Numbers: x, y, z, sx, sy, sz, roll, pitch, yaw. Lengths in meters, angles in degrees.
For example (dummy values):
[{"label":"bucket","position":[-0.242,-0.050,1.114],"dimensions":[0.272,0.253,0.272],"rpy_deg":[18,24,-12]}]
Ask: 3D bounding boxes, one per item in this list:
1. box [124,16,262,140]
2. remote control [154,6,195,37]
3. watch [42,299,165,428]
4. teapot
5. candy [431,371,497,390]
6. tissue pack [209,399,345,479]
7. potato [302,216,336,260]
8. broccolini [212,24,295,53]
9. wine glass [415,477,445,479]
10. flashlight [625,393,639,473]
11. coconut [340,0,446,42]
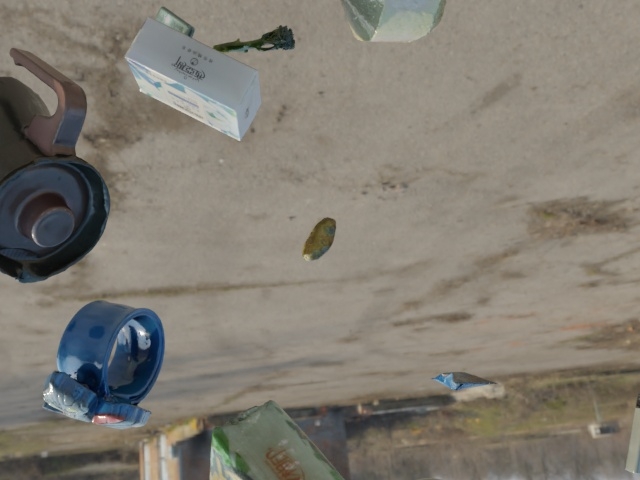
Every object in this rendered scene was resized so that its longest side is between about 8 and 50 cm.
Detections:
[{"label":"box","position":[-0.281,-0.360,1.622],"dimensions":[0.274,0.116,0.203],"rpy_deg":[27,170,1]},{"label":"remote control","position":[-0.353,-0.517,1.725],"dimensions":[0.018,0.124,0.053],"rpy_deg":[-4,127,-60]},{"label":"watch","position":[-0.492,0.263,1.598],"dimensions":[0.241,0.275,0.305],"rpy_deg":[10,161,18]},{"label":"teapot","position":[-0.554,-0.144,1.292],"dimensions":[0.305,0.361,0.376],"rpy_deg":[1,121,-56]},{"label":"candy","position":[0.292,0.289,1.464],"dimensions":[0.088,0.038,0.136],"rpy_deg":[7,172,-13]},{"label":"tissue pack","position":[-0.057,0.410,0.990],"dimensions":[0.128,0.228,0.311],"rpy_deg":[-21,135,-34]},{"label":"potato","position":[0.000,0.000,1.231],"dimensions":[0.045,0.092,0.046],"rpy_deg":[9,149,36]},{"label":"broccolini","position":[-0.164,-0.477,1.707],"dimensions":[0.216,0.058,0.067],"rpy_deg":[2,-162,24]},{"label":"wine glass","position":[0.154,0.396,1.048],"dimensions":[0.092,0.093,0.202],"rpy_deg":[3,161,-30]},{"label":"flashlight","position":[0.349,0.210,0.777],"dimensions":[0.018,0.083,0.018],"rpy_deg":[15,173,-24]},{"label":"coconut","position":[0.160,-0.592,1.704],"dimensions":[0.244,0.239,0.239],"rpy_deg":[-4,164,-23]}]
